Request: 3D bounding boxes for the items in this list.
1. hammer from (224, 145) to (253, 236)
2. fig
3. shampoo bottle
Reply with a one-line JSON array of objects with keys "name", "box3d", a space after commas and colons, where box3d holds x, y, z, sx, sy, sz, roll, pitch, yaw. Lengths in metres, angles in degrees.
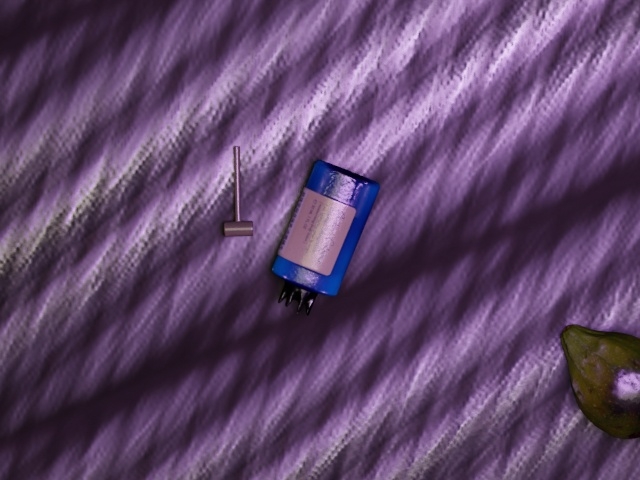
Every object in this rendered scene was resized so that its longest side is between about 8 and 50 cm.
[{"name": "hammer", "box3d": [-0.100, -0.060, 1.656, 0.035, 0.019, 0.110, -1, 92, -1]}, {"name": "fig", "box3d": [0.356, 0.164, 1.662, 0.156, 0.123, 0.123, 41, 96, 32]}, {"name": "shampoo bottle", "box3d": [0.000, 0.000, 1.647, 0.087, 0.050, 0.183, 21, 97, -7]}]
